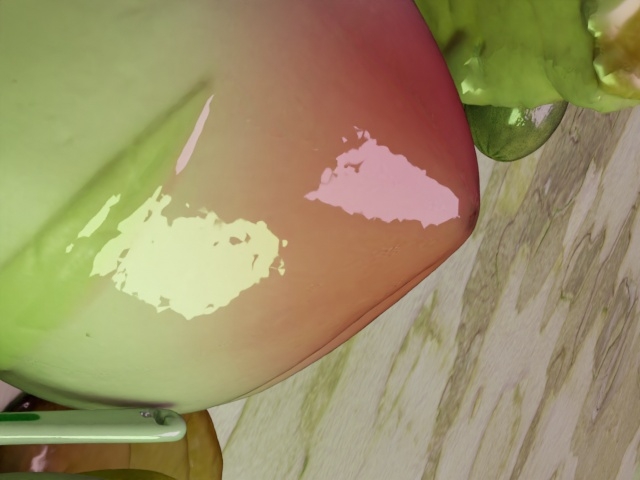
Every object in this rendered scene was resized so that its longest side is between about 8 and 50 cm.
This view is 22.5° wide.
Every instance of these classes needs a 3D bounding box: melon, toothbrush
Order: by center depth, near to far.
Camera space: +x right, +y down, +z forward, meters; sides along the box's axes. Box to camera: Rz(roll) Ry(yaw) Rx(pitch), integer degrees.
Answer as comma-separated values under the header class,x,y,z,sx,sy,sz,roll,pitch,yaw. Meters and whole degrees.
class,x,y,z,sx,sy,sz,roll,pitch,yaw
toothbrush,-0.202,0.091,0.700,0.304,0.030,0.030,0,113,-26
melon,0.187,-0.138,1.522,0.098,0.098,0.130,37,71,-66

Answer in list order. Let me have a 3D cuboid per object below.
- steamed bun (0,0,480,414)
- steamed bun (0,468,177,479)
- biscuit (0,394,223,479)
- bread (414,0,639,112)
class,x,y,z,sx,sy,sz,roll,pitch,yaw
steamed bun,-0.056,-0.045,0.807,0.309,0.309,0.309,-47,147,-44
steamed bun,-0.155,0.272,0.774,0.374,0.334,0.334,-134,-119,-82
biscuit,-0.136,0.158,1.093,0.299,0.045,0.154,5,101,-67
bread,0.208,-0.289,1.032,0.390,0.279,0.371,-21,109,-27
